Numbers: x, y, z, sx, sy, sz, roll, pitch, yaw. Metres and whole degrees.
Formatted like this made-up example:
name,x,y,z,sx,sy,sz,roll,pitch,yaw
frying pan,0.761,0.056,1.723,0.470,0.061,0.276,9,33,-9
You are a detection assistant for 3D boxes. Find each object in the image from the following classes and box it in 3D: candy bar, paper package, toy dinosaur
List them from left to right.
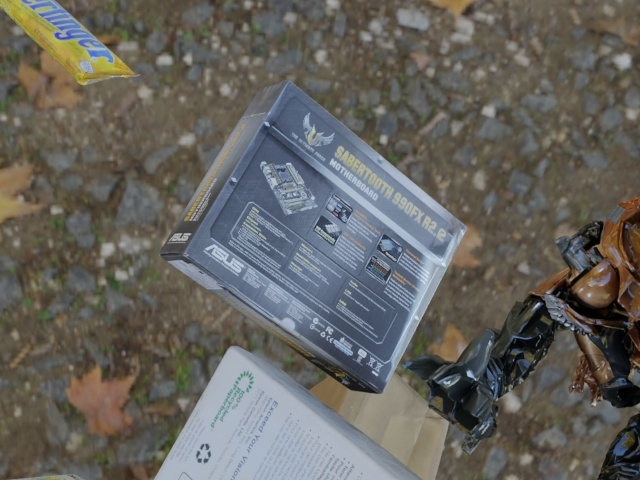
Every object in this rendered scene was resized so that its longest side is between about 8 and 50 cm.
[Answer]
name,x,y,z,sx,sy,sz,roll,pitch,yaw
candy bar,-0.179,-0.144,0.763,0.040,0.018,0.161,-20,50,-37
paper package,-0.019,0.337,1.483,0.168,0.325,0.309,46,30,-8
toy dinosaur,0.190,0.060,0.687,0.164,0.322,0.218,31,73,35

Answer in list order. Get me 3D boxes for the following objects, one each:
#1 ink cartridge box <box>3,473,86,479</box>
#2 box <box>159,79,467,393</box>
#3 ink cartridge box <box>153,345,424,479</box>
name,x,y,z,sx,sy,sz,roll,pitch,yaw
ink cartridge box,-0.374,0.376,1.651,0.209,0.109,0.062,4,91,-37
box,0.000,0.000,1.024,0.231,0.056,0.183,37,70,-24
ink cartridge box,-0.042,0.291,0.861,0.330,0.071,0.324,33,93,46
